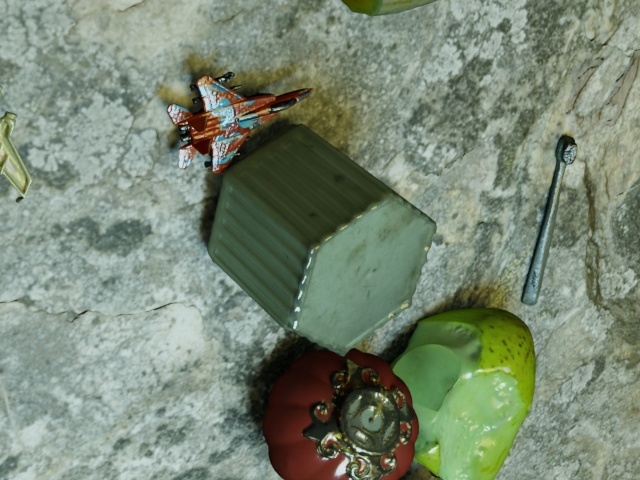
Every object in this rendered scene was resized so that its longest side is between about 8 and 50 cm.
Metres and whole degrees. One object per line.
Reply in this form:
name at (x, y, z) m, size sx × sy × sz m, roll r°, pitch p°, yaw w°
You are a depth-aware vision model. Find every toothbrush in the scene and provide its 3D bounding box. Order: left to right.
toothbrush at (0.365, -0.025, 1.801) m, size 0.030 × 0.030 × 0.297 m, roll 4°, pitch 115°, yaw -11°

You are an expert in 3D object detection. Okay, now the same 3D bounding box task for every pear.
pear at (0.235, 0.243, 1.751) m, size 0.282 × 0.176 × 0.286 m, roll -50°, pitch 135°, yaw -7°

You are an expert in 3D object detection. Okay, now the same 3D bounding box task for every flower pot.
flower pot at (0.000, 0.000, 1.397) m, size 0.209 × 0.189 × 0.239 m, roll -53°, pitch 143°, yaw 3°

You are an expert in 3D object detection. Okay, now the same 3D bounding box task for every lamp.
lamp at (0.026, 0.261, 1.580) m, size 0.227 × 0.227 × 0.227 m, roll -18°, pitch 124°, yaw -30°

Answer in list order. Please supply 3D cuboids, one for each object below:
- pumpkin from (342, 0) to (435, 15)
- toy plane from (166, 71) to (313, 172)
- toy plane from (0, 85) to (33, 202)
pumpkin at (0.072, -0.394, 1.170) m, size 0.199 × 0.332 × 0.332 m, roll -28°, pitch 128°, yaw -17°
toy plane at (-0.094, -0.154, 1.351) m, size 0.189 × 0.061 × 0.130 m, roll -28°, pitch 127°, yaw -29°
toy plane at (-0.382, -0.126, 1.123) m, size 0.229 × 0.092 × 0.244 m, roll 20°, pitch 104°, yaw -28°
